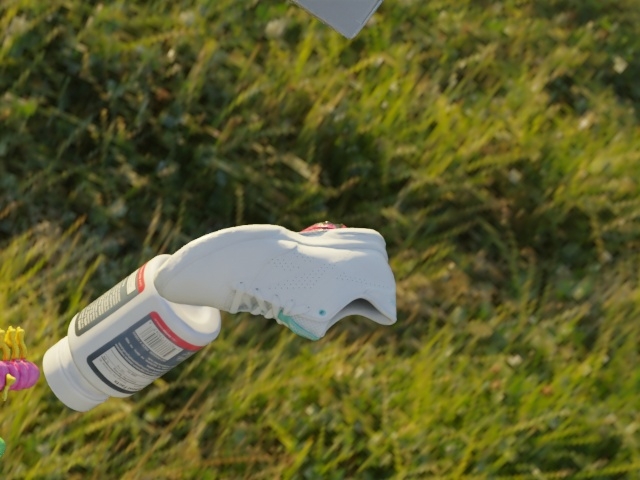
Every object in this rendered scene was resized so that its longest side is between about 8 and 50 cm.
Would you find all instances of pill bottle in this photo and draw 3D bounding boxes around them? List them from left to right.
[{"bbox_3d":[-0.204,0.104,1.662,0.108,0.180,0.108,43,26,-28],"label":"pill bottle"}]

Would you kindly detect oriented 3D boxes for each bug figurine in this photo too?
[{"bbox_3d":[-0.431,0.209,1.840,0.072,0.279,0.216,37,23,25],"label":"bug figurine"}]

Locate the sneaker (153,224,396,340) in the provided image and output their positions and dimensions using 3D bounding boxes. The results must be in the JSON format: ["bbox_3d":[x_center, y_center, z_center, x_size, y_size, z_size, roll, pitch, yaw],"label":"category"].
[{"bbox_3d":[-0.030,0.043,1.294,0.212,0.080,0.094,-4,62,-24],"label":"sneaker"}]

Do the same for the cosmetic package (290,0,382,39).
[{"bbox_3d":[-0.002,-0.235,1.121,0.107,0.127,0.238,33,10,-14],"label":"cosmetic package"}]

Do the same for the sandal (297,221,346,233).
[{"bbox_3d":[0.000,0.000,1.671,0.067,0.179,0.040,3,90,-26],"label":"sandal"}]
